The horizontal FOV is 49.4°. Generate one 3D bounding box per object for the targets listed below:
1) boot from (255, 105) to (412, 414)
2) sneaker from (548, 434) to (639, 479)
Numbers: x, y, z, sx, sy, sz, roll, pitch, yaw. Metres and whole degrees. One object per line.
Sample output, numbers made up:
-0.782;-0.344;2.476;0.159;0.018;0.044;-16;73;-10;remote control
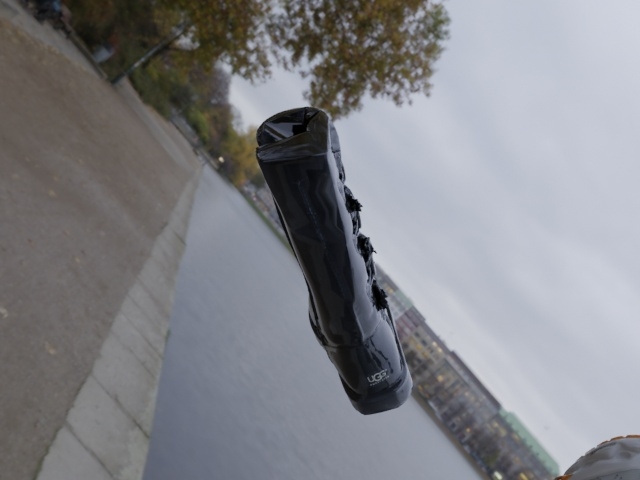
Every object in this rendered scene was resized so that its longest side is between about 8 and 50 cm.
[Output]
0.001;0.001;1.106;0.445;0.146;0.367;66;-5;-28;boot
0.180;0.256;0.557;0.099;0.262;0.121;44;31;-6;sneaker
